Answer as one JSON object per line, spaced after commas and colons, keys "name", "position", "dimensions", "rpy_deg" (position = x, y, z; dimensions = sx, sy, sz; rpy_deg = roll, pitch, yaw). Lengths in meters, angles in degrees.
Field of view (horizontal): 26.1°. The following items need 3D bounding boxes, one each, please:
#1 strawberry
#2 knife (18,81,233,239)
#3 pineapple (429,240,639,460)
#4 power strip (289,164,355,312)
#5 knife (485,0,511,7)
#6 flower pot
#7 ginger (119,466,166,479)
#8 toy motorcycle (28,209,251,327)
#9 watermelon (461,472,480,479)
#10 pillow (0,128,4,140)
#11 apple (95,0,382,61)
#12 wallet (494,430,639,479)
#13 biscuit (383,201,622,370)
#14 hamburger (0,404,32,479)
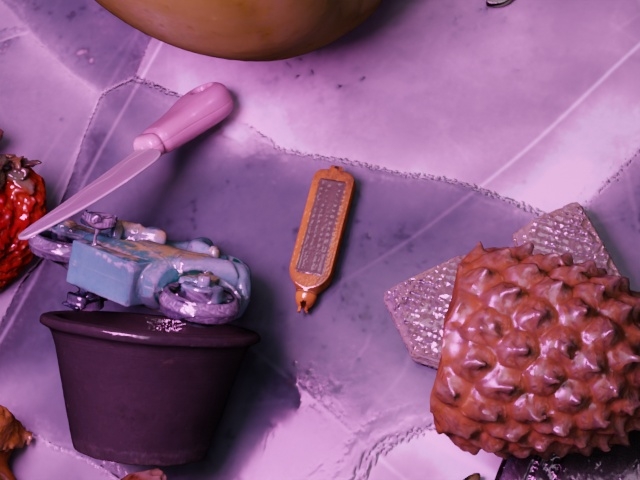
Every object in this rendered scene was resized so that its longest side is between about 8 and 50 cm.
{"name": "strawberry", "position": [-0.395, 0.008, 1.616], "dimensions": [0.107, 0.175, 0.236], "rpy_deg": [40, 119, -9]}
{"name": "knife", "position": [-0.206, -0.086, 1.559], "dimensions": [0.081, 0.043, 0.336], "rpy_deg": [-6, 30, 42]}
{"name": "pineapple", "position": [0.292, 0.124, 1.344], "dimensions": [0.357, 0.223, 0.223], "rpy_deg": [8, 72, 5]}
{"name": "power strip", "position": [0.000, 0.000, 1.582], "dimensions": [0.049, 0.028, 0.178], "rpy_deg": [10, 73, 15]}
{"name": "knife", "position": [0.276, -0.402, 1.675], "dimensions": [0.043, 0.020, 0.293], "rpy_deg": [25, 78, 17]}
{"name": "flower pot", "position": [-0.186, 0.159, 1.484], "dimensions": [0.235, 0.235, 0.148], "rpy_deg": [5, 92, 14]}
{"name": "ginger", "position": [-0.153, 0.362, 1.409], "dimensions": [0.375, 0.176, 0.256], "rpy_deg": [13, 93, 26]}
{"name": "toy motorcycle", "position": [-0.180, 0.027, 1.536], "dimensions": [0.296, 0.198, 0.109], "rpy_deg": [19, 104, 31]}
{"name": "watermelon", "position": [0.151, 0.343, 1.425], "dimensions": [0.092, 0.075, 0.181], "rpy_deg": [-7, 63, -38]}
{"name": "pillow", "position": [-0.589, -0.114, 1.704], "dimensions": [0.305, 0.108, 0.308], "rpy_deg": [-45, 68, -8]}
{"name": "apple", "position": [-0.104, -0.428, 1.546], "dimensions": [0.474, 0.473, 0.473], "rpy_deg": [-4, 70, 11]}
{"name": "wallet", "position": [0.343, 0.254, 1.410], "dimensions": [0.318, 0.045, 0.172], "rpy_deg": [19, 74, 19]}
{"name": "biscuit", "position": [0.205, 0.066, 1.506], "dimensions": [0.250, 0.046, 0.147], "rpy_deg": [-25, 68, 2]}
{"name": "hamburger", "position": [-0.512, 0.222, 1.516], "dimensions": [0.330, 0.209, 0.162], "rpy_deg": [8, 72, 17]}
